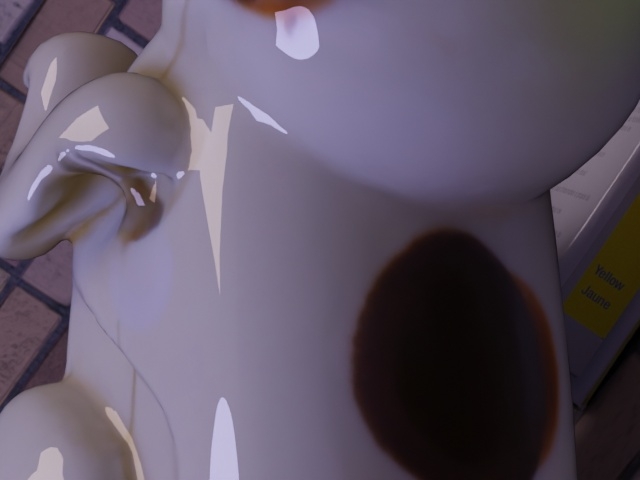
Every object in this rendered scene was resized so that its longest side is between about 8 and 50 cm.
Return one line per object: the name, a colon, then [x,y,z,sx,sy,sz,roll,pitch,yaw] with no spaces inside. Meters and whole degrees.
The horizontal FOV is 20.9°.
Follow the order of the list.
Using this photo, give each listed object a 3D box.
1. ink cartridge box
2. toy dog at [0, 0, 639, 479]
ink cartridge box: [0.174,-0.068,1.007,0.307,0.072,0.303,-53,9,0]
toy dog: [0.000,0.000,0.735,0.395,0.285,0.407,34,112,63]
